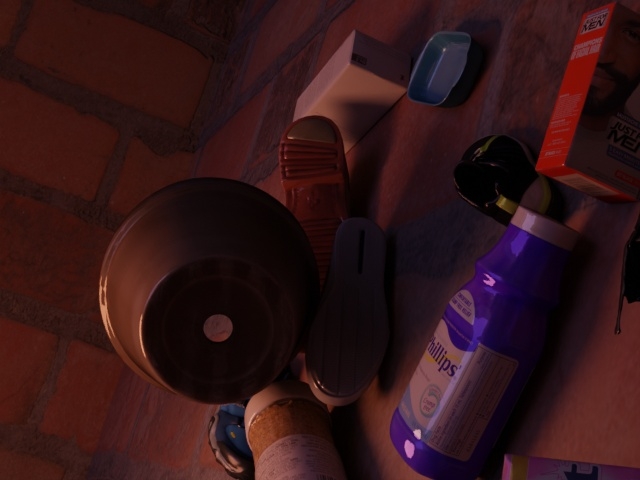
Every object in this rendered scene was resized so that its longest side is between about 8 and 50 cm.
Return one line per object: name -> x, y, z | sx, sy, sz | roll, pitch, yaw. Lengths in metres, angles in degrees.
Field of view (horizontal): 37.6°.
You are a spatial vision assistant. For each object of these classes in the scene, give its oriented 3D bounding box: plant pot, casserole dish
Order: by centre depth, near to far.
plant pot -> -0.142, 0.085, 1.267 | 0.280, 0.323, 0.323 | -139, 72, -77
casserole dish -> 0.184, -0.247, 1.379 | 0.114, 0.037, 0.188 | -66, 19, 6

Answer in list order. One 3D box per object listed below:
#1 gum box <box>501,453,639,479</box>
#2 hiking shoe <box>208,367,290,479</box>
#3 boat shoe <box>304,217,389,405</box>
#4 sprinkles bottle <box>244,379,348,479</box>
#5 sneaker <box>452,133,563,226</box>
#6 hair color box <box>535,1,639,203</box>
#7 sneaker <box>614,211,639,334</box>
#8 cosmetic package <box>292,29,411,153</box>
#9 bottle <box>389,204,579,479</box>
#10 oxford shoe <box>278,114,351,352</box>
gum box -> 0.184, 0.263, 0.698 | 0.107, 0.062, 0.188 | 1, 63, 25
hiking shoe -> -0.108, 0.256, 1.516 | 0.132, 0.113, 0.304 | -60, 20, 26
boat shoe -> 0.043, 0.106, 1.319 | 0.094, 0.109, 0.302 | 100, -177, -52
sprinkles bottle -> -0.022, 0.319, 1.195 | 0.121, 0.121, 0.355 | -62, 20, 18
sneaker -> 0.194, -0.079, 1.071 | 0.084, 0.097, 0.234 | -63, 19, 14
hair color box -> 0.279, -0.130, 0.901 | 0.053, 0.093, 0.167 | -4, 66, 69
sneaker -> 0.280, -0.002, 0.772 | 0.089, 0.051, 0.170 | 1, -73, -72
cosmetic package -> 0.050, -0.252, 1.631 | 0.231, 0.117, 0.085 | -42, 33, 51
bottle -> 0.168, 0.104, 0.952 | 0.282, 0.092, 0.118 | -65, 18, 10
oxford shoe -> 0.000, 0.000, 1.538 | 0.146, 0.141, 0.396 | 61, -147, -65
